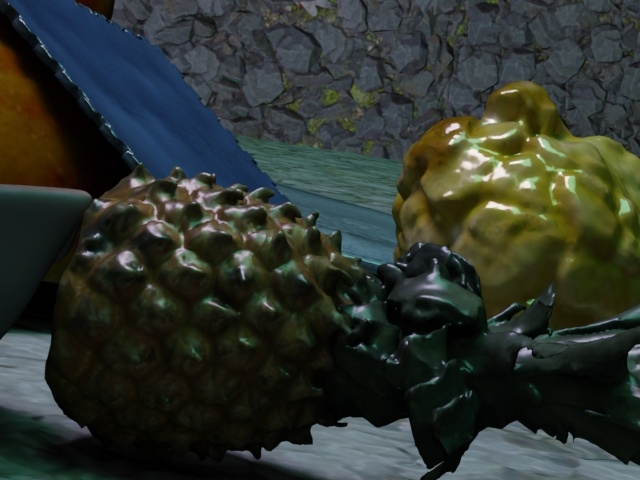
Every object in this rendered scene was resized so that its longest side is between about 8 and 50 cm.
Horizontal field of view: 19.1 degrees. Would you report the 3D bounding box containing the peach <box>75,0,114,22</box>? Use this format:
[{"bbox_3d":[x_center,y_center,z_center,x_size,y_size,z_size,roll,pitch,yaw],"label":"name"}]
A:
[{"bbox_3d":[-0.364,-0.213,1.622,0.370,0.370,0.370,10,6,-1],"label":"peach"}]

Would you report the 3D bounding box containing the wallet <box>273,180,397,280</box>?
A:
[{"bbox_3d":[-0.001,0.001,1.425,0.290,0.054,0.251,15,10,1],"label":"wallet"}]

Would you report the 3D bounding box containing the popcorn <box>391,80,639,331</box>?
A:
[{"bbox_3d":[0.116,0.000,1.040,0.180,0.180,0.170,4,13,-46],"label":"popcorn"}]

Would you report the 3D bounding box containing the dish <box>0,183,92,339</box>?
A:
[{"bbox_3d":[-0.177,0.022,0.686,0.154,0.064,0.234,-11,-3,25],"label":"dish"}]

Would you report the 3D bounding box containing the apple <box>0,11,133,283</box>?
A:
[{"bbox_3d":[-0.203,-0.045,1.086,0.179,0.254,0.346,-34,-16,16],"label":"apple"}]

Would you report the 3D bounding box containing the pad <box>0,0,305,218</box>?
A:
[{"bbox_3d":[-0.077,-0.054,1.105,0.269,0.012,0.269,50,10,22],"label":"pad"}]

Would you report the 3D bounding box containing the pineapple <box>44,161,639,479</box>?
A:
[{"bbox_3d":[0.043,0.046,0.722,0.277,0.119,0.130,10,-13,10],"label":"pineapple"}]
